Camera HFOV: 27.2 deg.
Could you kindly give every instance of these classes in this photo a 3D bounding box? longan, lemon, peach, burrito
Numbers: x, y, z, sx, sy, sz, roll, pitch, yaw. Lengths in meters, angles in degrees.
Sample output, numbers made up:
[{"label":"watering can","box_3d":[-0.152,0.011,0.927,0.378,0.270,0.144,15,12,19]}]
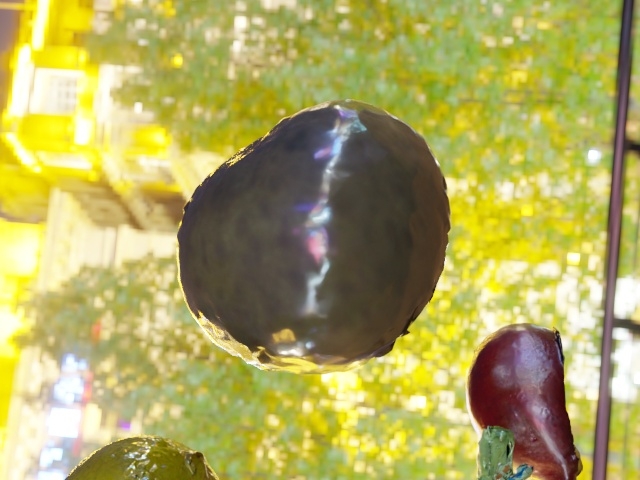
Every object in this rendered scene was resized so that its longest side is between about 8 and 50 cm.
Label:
[{"label":"longan","box_3d":[-0.002,0.009,2.030,0.404,0.436,0.404,57,-167,-21]},{"label":"lemon","box_3d":[-0.286,0.442,2.048,0.322,0.268,0.268,-43,12,25]},{"label":"peach","box_3d":[0.387,0.329,2.560,0.257,0.201,0.361,73,-171,-50]},{"label":"burrito","box_3d":[0.325,0.442,2.341,0.054,0.104,0.288,-134,34,-58]}]
